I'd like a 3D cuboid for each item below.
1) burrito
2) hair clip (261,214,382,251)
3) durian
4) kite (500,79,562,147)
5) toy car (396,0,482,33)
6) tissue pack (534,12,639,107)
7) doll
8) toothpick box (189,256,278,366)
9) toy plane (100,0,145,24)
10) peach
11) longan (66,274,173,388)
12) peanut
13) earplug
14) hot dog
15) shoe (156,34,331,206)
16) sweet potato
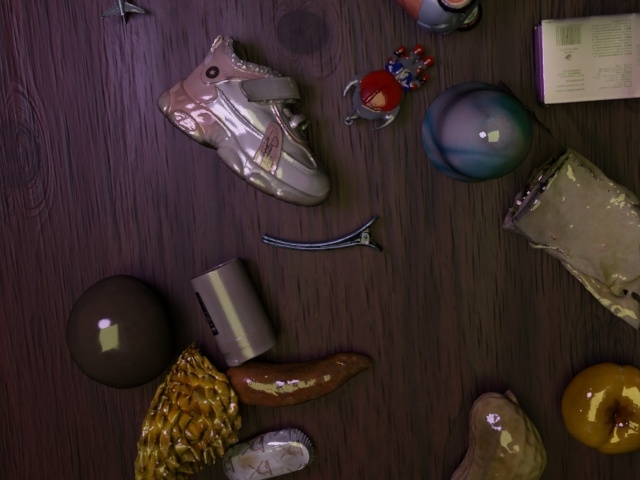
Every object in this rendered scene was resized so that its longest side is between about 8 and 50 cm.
[{"bbox_3d":[0.495,-0.006,1.387,0.332,0.135,0.190,37,109,-4],"label":"burrito"},{"bbox_3d":[0.000,0.000,1.489,0.229,0.039,0.070,-7,99,8],"label":"hair clip"},{"bbox_3d":[-0.272,0.369,1.471,0.185,0.196,0.305,26,110,28],"label":"durian"},{"bbox_3d":[0.357,-0.237,1.373,0.010,0.183,0.160,-43,49,17],"label":"kite"},{"bbox_3d":[0.217,-0.496,1.328,0.212,0.180,0.270,38,101,9],"label":"toy car"},{"bbox_3d":[0.500,-0.311,1.360,0.246,0.092,0.148,-2,97,7],"label":"tissue pack"},{"bbox_3d":[0.118,-0.276,1.425,0.195,0.062,0.104,-41,104,3],"label":"doll"},{"bbox_3d":[-0.162,0.134,1.489,0.111,0.111,0.180,-23,95,9],"label":"toothpick box"},{"bbox_3d":[-0.380,-0.514,1.441,0.226,0.058,0.226,-10,98,-9],"label":"toy plane"},{"bbox_3d":[0.535,0.307,1.446,0.179,0.103,0.179,1,102,5],"label":"peach"},{"bbox_3d":[-0.375,0.177,1.480,0.197,0.196,0.220,-11,109,8],"label":"longan"},{"bbox_3d":[0.331,0.428,1.465,0.159,0.143,0.291,17,102,14],"label":"peanut"},{"bbox_3d":[0.262,-0.172,1.290,0.185,0.324,0.185,1,100,6],"label":"earplug"},{"bbox_3d":[-0.107,0.431,1.559,0.192,0.053,0.099,-21,95,12],"label":"hot dog"},{"bbox_3d":[-0.106,-0.210,1.401,0.351,0.172,0.198,36,97,-2],"label":"shoe"},{"bbox_3d":[-0.044,0.269,1.509,0.292,0.097,0.097,-5,98,2],"label":"sweet potato"}]
